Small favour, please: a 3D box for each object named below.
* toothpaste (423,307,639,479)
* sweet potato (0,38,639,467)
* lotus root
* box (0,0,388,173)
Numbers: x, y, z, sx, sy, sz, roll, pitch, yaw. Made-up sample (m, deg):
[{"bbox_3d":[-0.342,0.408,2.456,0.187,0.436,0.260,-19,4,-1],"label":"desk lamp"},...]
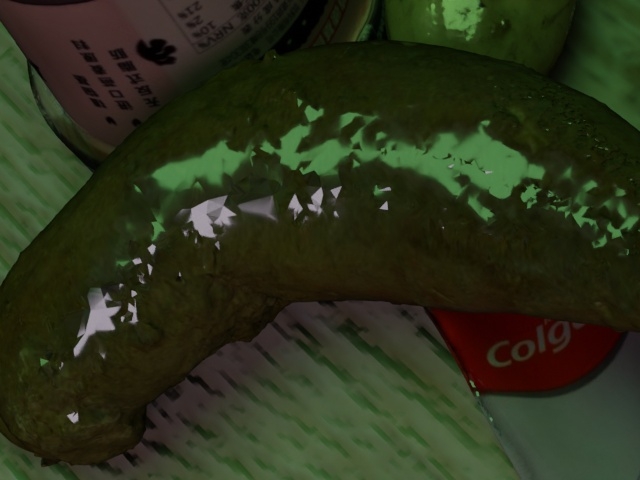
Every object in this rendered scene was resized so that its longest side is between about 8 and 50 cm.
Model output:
[{"bbox_3d":[0.111,0.103,0.479,0.075,0.048,0.301,-43,46,21],"label":"toothpaste"},{"bbox_3d":[-0.002,-0.003,0.537,0.310,0.098,0.124,-12,72,24],"label":"sweet potato"},{"bbox_3d":[0.057,-0.103,0.596,0.072,0.063,0.152,-2,68,4],"label":"lotus root"},{"bbox_3d":[-0.058,-0.107,0.605,0.151,0.135,0.151,-8,63,17],"label":"box"}]
